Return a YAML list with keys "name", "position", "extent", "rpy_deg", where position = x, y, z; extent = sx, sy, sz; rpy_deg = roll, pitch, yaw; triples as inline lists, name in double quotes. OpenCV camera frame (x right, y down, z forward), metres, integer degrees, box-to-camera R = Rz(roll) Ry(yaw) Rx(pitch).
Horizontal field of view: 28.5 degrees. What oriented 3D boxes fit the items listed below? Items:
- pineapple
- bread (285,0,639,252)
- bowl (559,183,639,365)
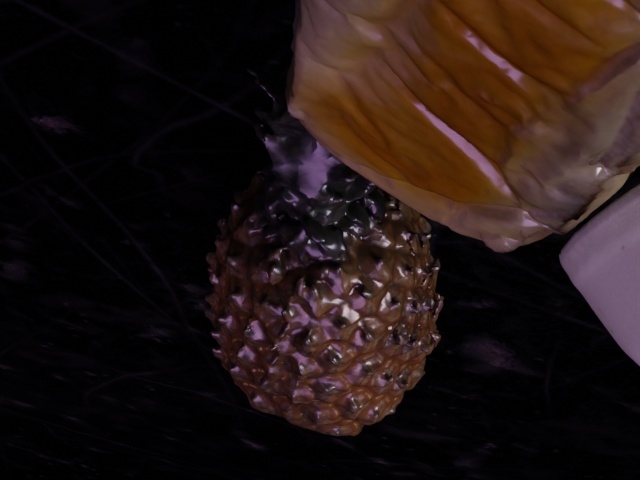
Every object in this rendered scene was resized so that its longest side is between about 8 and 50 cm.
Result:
- name: "pineapple"
  position: [0.000, 0.000, 0.978]
  extent: [0.202, 0.202, 0.362]
  rpy_deg: [11, 149, 9]
- name: "bread"
  position: [0.124, -0.133, 0.654]
  extent: [0.236, 0.183, 0.388]
  rpy_deg: [36, 159, -8]
- name: "bowl"
  position: [0.290, 0.013, 0.728]
  extent: [0.277, 0.145, 0.277]
  rpy_deg: [-22, 167, -5]
